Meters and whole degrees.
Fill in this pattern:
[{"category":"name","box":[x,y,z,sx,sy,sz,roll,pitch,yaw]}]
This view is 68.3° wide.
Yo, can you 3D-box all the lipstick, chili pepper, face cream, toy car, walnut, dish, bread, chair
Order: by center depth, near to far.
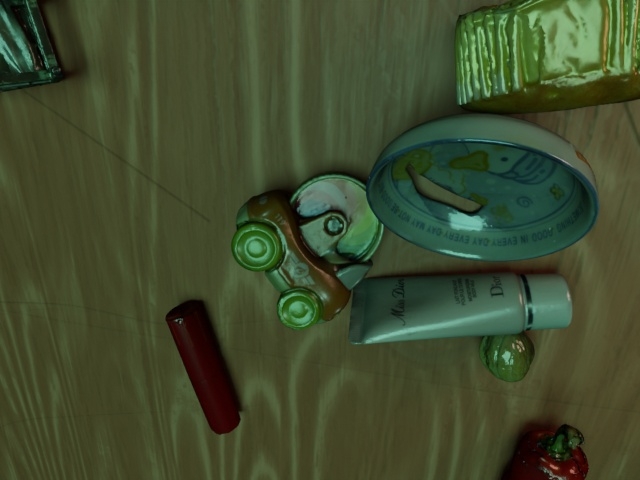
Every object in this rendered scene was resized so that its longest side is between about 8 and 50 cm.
[{"category":"bread","box":[0.275,-0.213,0.521,0.250,0.179,0.133,-6,107,21]},{"category":"dish","box":[0.207,-0.090,0.617,0.274,0.133,0.273,14,154,7]},{"category":"face cream","box":[0.203,0.100,0.715,0.315,0.143,0.089,-6,127,12]},{"category":"toy car","box":[0.000,0.000,0.728,0.235,0.145,0.235,0,105,0]},{"category":"walnut","box":[0.290,0.173,0.735,0.092,0.092,0.092,6,114,14]},{"category":"chair","box":[-0.507,-0.307,0.745,0.270,0.147,0.136,20,125,57]},{"category":"chili pepper","box":[0.375,0.434,0.817,0.110,0.110,0.387,11,120,11]},{"category":"lipstick","box":[-0.227,0.252,0.927,0.073,0.073,0.279,-7,111,19]}]
